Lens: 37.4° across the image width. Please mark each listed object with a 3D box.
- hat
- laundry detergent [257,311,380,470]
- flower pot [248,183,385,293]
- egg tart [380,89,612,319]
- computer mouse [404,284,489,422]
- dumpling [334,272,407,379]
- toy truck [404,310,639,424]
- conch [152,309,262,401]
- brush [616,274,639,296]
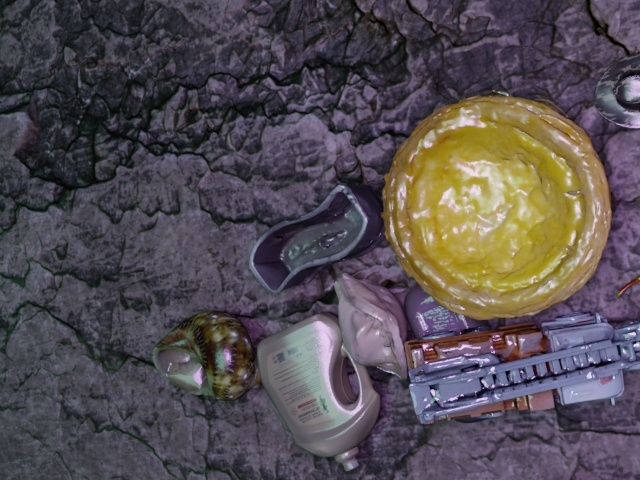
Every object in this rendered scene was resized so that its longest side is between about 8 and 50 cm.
[{"bbox_3d":[0.444,-0.212,1.339,0.121,0.050,0.121,3,96,30],"label":"hat"},{"bbox_3d":[0.006,0.258,1.572,0.181,0.091,0.253,-27,80,20],"label":"laundry detergent"},{"bbox_3d":[0.000,0.000,1.552,0.229,0.108,0.103,-31,79,26],"label":"flower pot"},{"bbox_3d":[0.261,-0.051,1.397,0.345,0.132,0.346,2,94,27],"label":"egg tart"},{"bbox_3d":[0.213,0.169,1.478,0.120,0.057,0.232,-25,84,23],"label":"computer mouse"},{"bbox_3d":[0.081,0.131,1.496,0.118,0.136,0.199,-37,71,-7],"label":"dumpling"},{"bbox_3d":[0.294,0.183,1.336,0.338,0.184,0.133,-10,88,6],"label":"toy truck"},{"bbox_3d":[-0.183,0.207,1.656,0.181,0.124,0.187,45,137,8],"label":"conch"},{"bbox_3d":[0.461,0.057,1.363,0.021,0.019,0.083,47,111,7],"label":"brush"}]
